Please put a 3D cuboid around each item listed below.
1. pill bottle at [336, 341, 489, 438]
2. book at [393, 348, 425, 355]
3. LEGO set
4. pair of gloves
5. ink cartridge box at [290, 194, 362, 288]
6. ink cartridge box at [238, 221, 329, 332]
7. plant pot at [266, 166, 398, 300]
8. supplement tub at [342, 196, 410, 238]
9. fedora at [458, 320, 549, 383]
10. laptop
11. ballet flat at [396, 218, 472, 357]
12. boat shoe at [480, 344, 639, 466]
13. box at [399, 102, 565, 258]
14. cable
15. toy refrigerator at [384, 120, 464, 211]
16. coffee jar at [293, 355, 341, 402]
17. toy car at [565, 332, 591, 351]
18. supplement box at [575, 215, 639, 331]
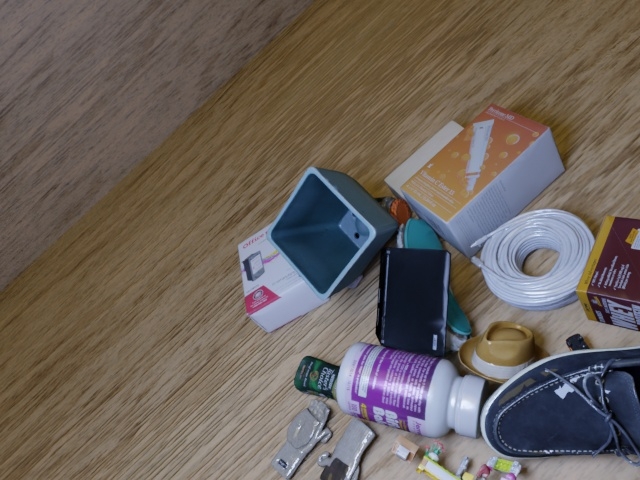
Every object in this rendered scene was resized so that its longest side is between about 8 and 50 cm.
[{"bbox_3d":[0.201,0.329,1.214,0.301,0.169,0.169,7,60,27],"label":"pill bottle"},{"bbox_3d":[0.183,0.301,1.375,0.144,0.035,0.096,-40,38,2],"label":"book"},{"bbox_3d":[0.287,0.445,1.108,0.287,0.132,0.107,8,53,49],"label":"LEGO set"},{"bbox_3d":[0.007,0.501,1.334,0.240,0.042,0.204,13,68,46],"label":"pair of gloves"},{"bbox_3d":[0.000,0.000,1.661,0.065,0.185,0.311,-56,32,34],"label":"ink cartridge box"},{"bbox_3d":[-0.121,0.093,1.717,0.226,0.131,0.306,-32,43,13],"label":"ink cartridge box"},{"bbox_3d":[0.061,-0.029,1.490,0.248,0.252,0.247,47,120,20],"label":"plant pot"},{"bbox_3d":[0.159,-0.067,1.643,0.190,0.117,0.117,-5,53,35],"label":"supplement tub"},{"bbox_3d":[0.389,0.224,1.177,0.194,0.079,0.194,0,23,0],"label":"fedora"},{"bbox_3d":[0.213,0.136,1.337,0.136,0.264,0.234,4,88,2],"label":"laptop"},{"bbox_3d":[0.253,0.117,1.411,0.147,0.147,0.409,-27,42,17],"label":"ballet flat"},{"bbox_3d":[0.524,0.287,0.986,0.500,0.156,0.187,-20,90,21],"label":"boat shoe"},{"bbox_3d":[0.423,-0.160,1.476,0.345,0.168,0.215,-43,41,-1],"label":"box"},{"bbox_3d":[0.505,0.046,1.297,0.257,0.089,0.257,-35,42,8],"label":"cable"},{"bbox_3d":[0.332,-0.218,1.658,0.269,0.094,0.102,-42,47,2],"label":"toy refrigerator"},{"bbox_3d":[0.026,0.355,1.413,0.184,0.079,0.096,4,63,40],"label":"coffee jar"},{"bbox_3d":[0.507,0.252,1.153,0.122,0.040,0.060,-44,62,-5],"label":"toy car"},{"bbox_3d":[0.654,0.073,1.124,0.194,0.129,0.191,12,64,44],"label":"supplement box"}]
